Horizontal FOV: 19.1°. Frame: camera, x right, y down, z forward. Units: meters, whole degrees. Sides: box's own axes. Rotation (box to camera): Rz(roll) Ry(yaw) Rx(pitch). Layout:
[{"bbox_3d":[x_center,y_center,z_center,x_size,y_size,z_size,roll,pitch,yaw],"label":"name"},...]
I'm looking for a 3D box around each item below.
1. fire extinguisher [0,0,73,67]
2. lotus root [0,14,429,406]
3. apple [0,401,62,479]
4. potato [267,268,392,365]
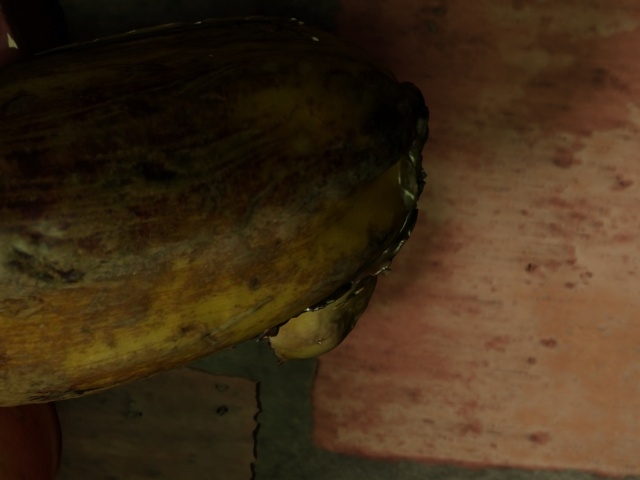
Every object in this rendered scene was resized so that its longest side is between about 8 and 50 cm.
[{"bbox_3d":[-0.315,-0.065,1.222,0.337,0.135,0.114,-24,74,14],"label":"fire extinguisher"},{"bbox_3d":[-0.119,-0.013,1.094,0.397,0.179,0.196,-13,115,-17],"label":"lotus root"},{"bbox_3d":[-0.342,0.188,1.216,0.364,0.364,0.364,2,119,3],"label":"apple"},{"bbox_3d":[0.000,0.000,1.246,0.089,0.100,0.172,-6,115,1],"label":"potato"}]
